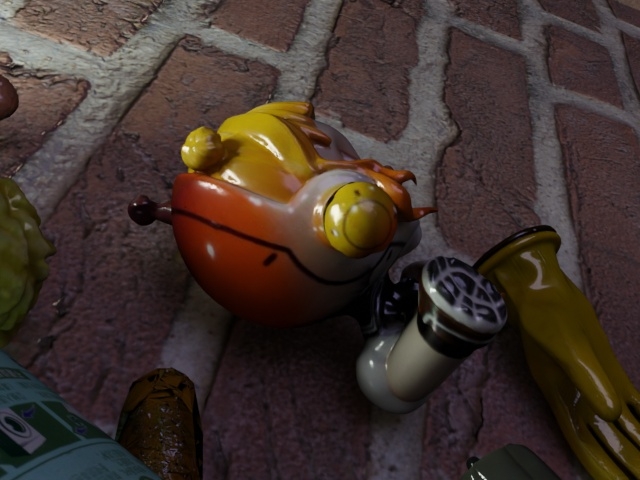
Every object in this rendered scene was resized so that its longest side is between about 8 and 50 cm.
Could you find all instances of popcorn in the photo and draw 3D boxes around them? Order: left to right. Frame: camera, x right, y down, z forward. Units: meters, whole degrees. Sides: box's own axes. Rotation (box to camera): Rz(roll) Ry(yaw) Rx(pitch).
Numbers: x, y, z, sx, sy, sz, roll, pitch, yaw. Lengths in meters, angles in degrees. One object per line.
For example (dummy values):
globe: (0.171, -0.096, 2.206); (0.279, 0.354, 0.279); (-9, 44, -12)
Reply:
popcorn: (-0.293, -0.011, 0.598); (0.168, 0.173, 0.195); (-9, 64, 12)

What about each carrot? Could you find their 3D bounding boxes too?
carrot: (-0.112, 0.191, 0.551); (0.069, 0.069, 0.229); (8, 42, -19)

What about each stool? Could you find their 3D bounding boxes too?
stool: (0.163, 0.224, 0.632); (0.096, 0.096, 0.110); (-8, 43, -34)

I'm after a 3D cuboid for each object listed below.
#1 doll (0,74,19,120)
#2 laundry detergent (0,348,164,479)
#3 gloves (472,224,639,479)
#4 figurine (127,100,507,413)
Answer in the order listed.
doll: (-0.433, -0.106, 0.701); (0.201, 0.156, 0.303); (53, 51, -29)
laundry detergent: (-0.170, 0.202, 0.327); (0.305, 0.287, 0.287); (34, 39, 13)
gloves: (0.273, 0.132, 0.799); (0.133, 0.116, 0.294); (-12, 57, -28)
figurine: (-0.001, 0.005, 0.720); (0.323, 0.196, 0.320); (39, -3, 6)
